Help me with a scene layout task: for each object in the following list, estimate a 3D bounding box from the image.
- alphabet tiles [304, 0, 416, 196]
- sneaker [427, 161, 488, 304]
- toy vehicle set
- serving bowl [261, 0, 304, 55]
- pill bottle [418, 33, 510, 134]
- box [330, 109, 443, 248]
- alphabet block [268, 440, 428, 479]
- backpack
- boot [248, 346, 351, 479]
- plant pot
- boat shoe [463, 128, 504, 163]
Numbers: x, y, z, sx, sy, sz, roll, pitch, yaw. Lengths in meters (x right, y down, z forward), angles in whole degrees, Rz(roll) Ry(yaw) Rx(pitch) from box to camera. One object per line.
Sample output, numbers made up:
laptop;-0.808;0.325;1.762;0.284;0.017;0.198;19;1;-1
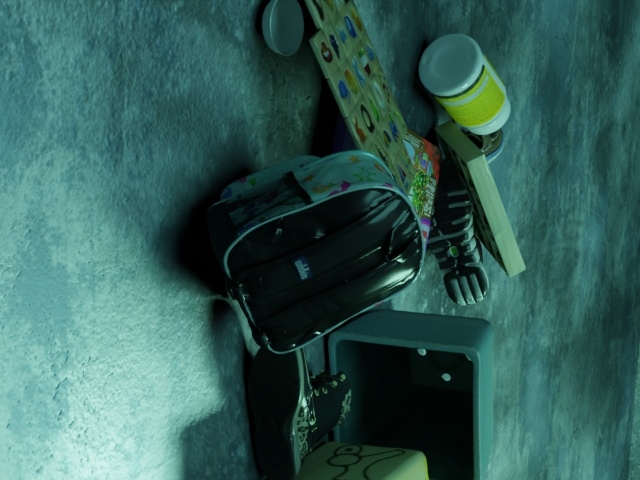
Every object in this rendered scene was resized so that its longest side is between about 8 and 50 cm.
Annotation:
alphabet tiles;0.062;-0.219;1.395;0.342;0.011;0.285;65;21;-18
sneaker;0.247;-0.028;1.826;0.162;0.107;0.281;-65;142;-69
toy vehicle set;0.296;-0.078;1.781;0.266;0.035;0.166;63;0;-31
serving bowl;-0.056;-0.295;1.317;0.083;0.027;0.083;-18;112;-55
pill bottle;0.271;-0.280;1.766;0.208;0.119;0.119;34;67;-55
box;0.107;-0.093;1.595;0.293;0.057;0.200;19;80;-58
alphabet block;0.045;0.432;1.457;0.197;0.193;0.193;-17;104;-55
backpack;0.000;0.000;1.253;0.191;0.254;0.225;-112;179;-51
boot;-0.024;0.218;1.422;0.179;0.085;0.236;-33;130;-54
plant pot;0.180;0.236;1.618;0.252;0.247;0.247;-35;125;-61
boat shoe;0.312;-0.187;1.901;0.183;0.066;0.066;-54;137;-39
